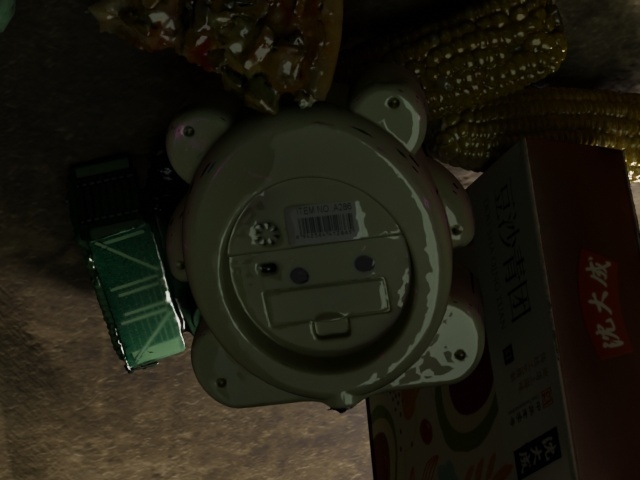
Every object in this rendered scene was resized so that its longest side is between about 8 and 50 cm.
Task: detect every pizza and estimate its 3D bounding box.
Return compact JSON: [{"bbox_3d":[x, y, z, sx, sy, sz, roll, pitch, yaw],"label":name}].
[{"bbox_3d":[-0.081,-0.201,1.259,0.226,0.069,0.147,26,101,6],"label":"pizza"}]

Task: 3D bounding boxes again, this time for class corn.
[{"bbox_3d":[0.082,-0.153,1.416,0.312,0.102,0.102,-21,142,6],"label":"corn"},{"bbox_3d":[0.241,-0.108,1.539,0.291,0.101,0.101,0,138,-16],"label":"corn"}]

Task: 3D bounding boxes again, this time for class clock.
[{"bbox_3d":[0.000,0.000,1.380,0.283,0.114,0.310,-6,115,10],"label":"clock"}]

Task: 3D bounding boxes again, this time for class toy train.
[{"bbox_3d":[-0.159,0.021,1.521,0.154,0.115,0.269,-18,143,-8],"label":"toy train"}]

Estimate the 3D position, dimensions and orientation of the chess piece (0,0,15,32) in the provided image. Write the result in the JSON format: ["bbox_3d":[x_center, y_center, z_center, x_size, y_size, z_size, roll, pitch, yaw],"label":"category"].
[{"bbox_3d":[-0.272,-0.241,1.155,0.175,0.176,0.298,22,140,-39],"label":"chess piece"}]

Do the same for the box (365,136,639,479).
[{"bbox_3d":[0.180,0.137,1.530,0.122,0.345,0.385,6,153,-24],"label":"box"}]
